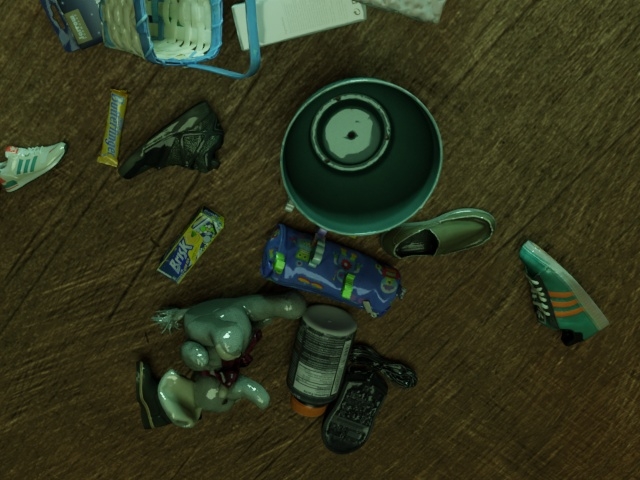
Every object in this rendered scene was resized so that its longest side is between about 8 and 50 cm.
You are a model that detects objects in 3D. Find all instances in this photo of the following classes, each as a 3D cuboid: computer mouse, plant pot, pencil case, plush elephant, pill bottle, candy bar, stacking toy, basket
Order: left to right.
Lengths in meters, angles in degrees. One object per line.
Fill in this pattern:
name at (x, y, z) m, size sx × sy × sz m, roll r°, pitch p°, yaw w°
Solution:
candy bar at (-0.410, -0.225, 1.343) m, size 0.040 × 0.018 × 0.161 m, roll 14°, pitch 114°, yaw -10°
basket at (-0.223, -0.408, 1.104) m, size 0.289 × 0.201 × 0.254 m, roll 18°, pitch 118°, yaw 31°
plush elephant at (-0.207, 0.267, 1.455) m, size 0.330 × 0.272 × 0.255 m, roll -4°, pitch 104°, yaw 29°
pill bottle at (-0.005, 0.279, 1.539) m, size 0.130 × 0.130 × 0.245 m, roll 10°, pitch 114°, yaw -8°
stacking toy at (0.000, 0.000, 1.373) m, size 0.167 × 0.221 × 0.052 m, roll 20°, pitch 138°, yaw -12°
pencil case at (0.023, 0.072, 1.447) m, size 0.306 × 0.133 × 0.119 m, roll 21°, pitch 139°, yaw -12°
plant pot at (0.068, -0.181, 1.296) m, size 0.293 × 0.196 × 0.293 m, roll -1°, pitch 115°, yaw -3°
computer mouse at (0.095, 0.388, 1.635) m, size 0.188 × 0.072 × 0.272 m, roll 27°, pitch 98°, yaw -13°

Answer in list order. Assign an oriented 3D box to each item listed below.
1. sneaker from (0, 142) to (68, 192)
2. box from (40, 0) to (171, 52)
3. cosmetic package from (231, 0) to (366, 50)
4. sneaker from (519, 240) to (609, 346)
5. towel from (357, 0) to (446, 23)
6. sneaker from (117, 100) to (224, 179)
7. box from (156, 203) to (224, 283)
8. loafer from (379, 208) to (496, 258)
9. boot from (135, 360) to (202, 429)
sneaker at (-0.581, -0.161, 1.339) m, size 0.161 × 0.057 × 0.075 m, roll -28°, pitch 119°, yaw 12°
box at (-0.398, -0.440, 1.236) m, size 0.225 × 0.036 × 0.136 m, roll -19°, pitch 115°, yaw 6°
cosmetic package at (-0.040, -0.418, 1.226) m, size 0.231 × 0.117 × 0.085 m, roll -13°, pitch 114°, yaw 1°
sneaker at (0.523, 0.130, 1.517) m, size 0.121 × 0.108 × 0.302 m, roll -42°, pitch 112°, yaw 10°
towel at (0.120, -0.545, 1.112) m, size 0.332 × 0.053 × 0.317 m, roll 1°, pitch 111°, yaw -40°
sneaker at (-0.286, -0.163, 1.341) m, size 0.227 × 0.087 × 0.130 m, roll -33°, pitch 106°, yaw 5°
box at (-0.276, 0.008, 1.438) m, size 0.059 × 0.054 × 0.169 m, roll 35°, pitch 107°, yaw -18°
loafer at (0.257, 0.000, 1.450) m, size 0.251 × 0.087 × 0.094 m, roll -13°, pitch 115°, yaw 2°
boot at (-0.358, 0.356, 1.590) m, size 0.137 × 0.077 × 0.198 m, roll -5°, pitch 128°, yaw -6°
